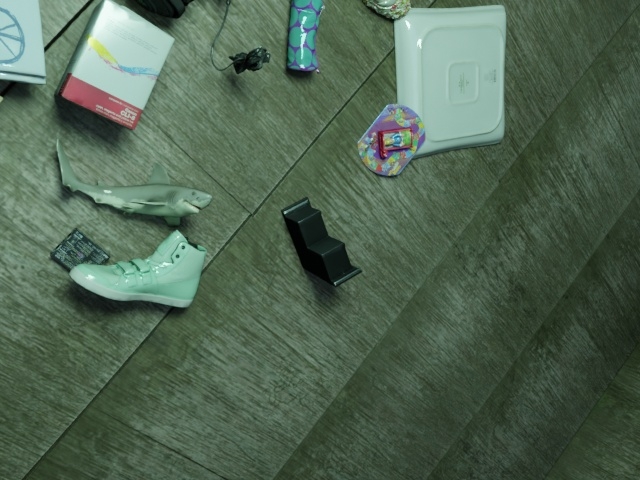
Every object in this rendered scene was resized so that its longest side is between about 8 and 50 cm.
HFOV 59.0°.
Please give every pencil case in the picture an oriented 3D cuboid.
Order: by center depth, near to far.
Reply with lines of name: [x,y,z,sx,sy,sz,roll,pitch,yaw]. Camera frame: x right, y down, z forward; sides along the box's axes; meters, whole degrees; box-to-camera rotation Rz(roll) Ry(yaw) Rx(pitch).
pencil case: [-0.031,-0.424,1.163,0.070,0.064,0.151,5,102,-5]

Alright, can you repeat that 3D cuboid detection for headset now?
headset: [-0.217,-0.476,0.974,0.243,0.185,0.394,-35,118,-17]

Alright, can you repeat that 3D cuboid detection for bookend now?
bookend: [0.000,0.000,1.239,0.072,0.156,0.157,-29,114,-20]

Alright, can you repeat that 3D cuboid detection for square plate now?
square plate: [0.336,-0.390,1.388,0.344,0.049,0.347,-13,110,-25]

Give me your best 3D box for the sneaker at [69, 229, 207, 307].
sneaker: [-0.339,0.037,1.087,0.256,0.094,0.151,15,101,-45]

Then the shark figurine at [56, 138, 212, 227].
shark figurine: [-0.347,-0.106,1.071,0.278,0.166,0.116,10,72,-14]

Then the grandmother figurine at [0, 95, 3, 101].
grandmother figurine: [-0.642,-0.317,0.831,0.208,0.104,0.342,-50,124,-19]

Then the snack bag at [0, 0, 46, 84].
snack bag: [-0.583,-0.395,0.801,0.343,0.037,0.323,-8,93,-40]

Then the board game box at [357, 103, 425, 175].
board game box: [0.173,-0.229,1.320,0.133,0.033,0.168,36,99,-22]

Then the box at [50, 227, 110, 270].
box: [-0.453,0.027,1.072,0.067,0.018,0.083,-49,120,-10]

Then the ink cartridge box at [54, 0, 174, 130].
ink cartridge box: [-0.356,-0.300,0.976,0.127,0.128,0.176,24,91,-32]

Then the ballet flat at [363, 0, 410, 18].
ballet flat: [0.105,-0.554,1.191,0.241,0.077,0.091,38,115,-27]
